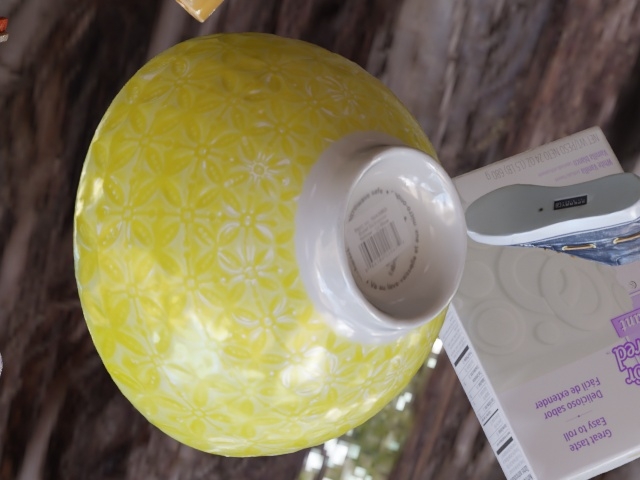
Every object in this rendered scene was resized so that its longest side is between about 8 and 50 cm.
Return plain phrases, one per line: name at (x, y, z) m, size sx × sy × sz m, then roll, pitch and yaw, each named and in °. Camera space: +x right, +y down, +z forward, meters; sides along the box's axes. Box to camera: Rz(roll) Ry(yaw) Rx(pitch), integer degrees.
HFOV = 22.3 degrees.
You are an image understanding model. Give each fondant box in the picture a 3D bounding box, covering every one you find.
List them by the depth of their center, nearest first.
fondant box at (0.247, 0.073, 1.672) m, size 0.238 × 0.096 × 0.330 m, roll -21°, pitch -105°, yaw -15°

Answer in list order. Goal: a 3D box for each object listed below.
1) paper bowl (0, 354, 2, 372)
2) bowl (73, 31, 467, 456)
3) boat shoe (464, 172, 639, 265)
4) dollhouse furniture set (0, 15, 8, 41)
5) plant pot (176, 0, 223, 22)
paper bowl at (-0.500, 0.163, 1.768) m, size 0.284 × 0.284 × 0.148 m, roll 12°, pitch -124°, yaw -6°
bowl at (0.000, 0.000, 1.056) m, size 0.289 × 0.289 × 0.156 m, roll -15°, pitch -172°, yaw -41°
boat shoe at (0.229, -0.008, 1.522) m, size 0.183 × 0.083 × 0.065 m, roll -7°, pitch -130°, yaw 28°
dollhouse furniture set at (-0.398, -0.371, 1.874) m, size 0.135 × 0.259 × 0.262 m, roll 29°, pitch -155°, yaw 17°
plant pot at (-0.142, -0.383, 1.834) m, size 0.205 × 0.188 × 0.205 m, roll 45°, pitch -179°, yaw -1°
